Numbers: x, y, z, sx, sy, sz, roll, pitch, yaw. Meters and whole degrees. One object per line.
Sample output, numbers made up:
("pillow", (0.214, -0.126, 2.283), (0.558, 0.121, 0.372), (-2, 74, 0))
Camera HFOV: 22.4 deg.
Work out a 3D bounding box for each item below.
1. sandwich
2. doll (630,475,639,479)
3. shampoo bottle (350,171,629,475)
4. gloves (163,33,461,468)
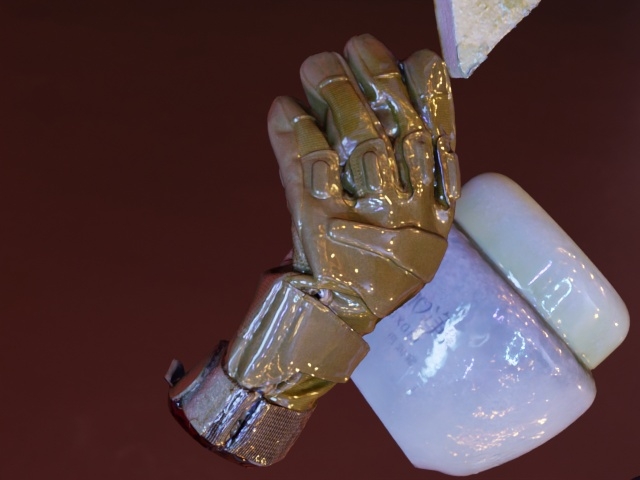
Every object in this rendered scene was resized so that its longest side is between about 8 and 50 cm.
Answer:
("sandwich", (0.179, -0.314, 1.930), (0.193, 0.162, 0.058), (-48, -164, -10))
("doll", (0.265, 0.239, 1.068), (0.234, 0.135, 0.144), (21, 94, -43))
("shampoo bottle", (0.177, 0.104, 1.911), (0.317, 0.322, 0.322), (-43, 176, 6))
("gloves", (0.009, 0.008, 1.182), (0.154, 0.141, 0.331), (29, 91, -43))
